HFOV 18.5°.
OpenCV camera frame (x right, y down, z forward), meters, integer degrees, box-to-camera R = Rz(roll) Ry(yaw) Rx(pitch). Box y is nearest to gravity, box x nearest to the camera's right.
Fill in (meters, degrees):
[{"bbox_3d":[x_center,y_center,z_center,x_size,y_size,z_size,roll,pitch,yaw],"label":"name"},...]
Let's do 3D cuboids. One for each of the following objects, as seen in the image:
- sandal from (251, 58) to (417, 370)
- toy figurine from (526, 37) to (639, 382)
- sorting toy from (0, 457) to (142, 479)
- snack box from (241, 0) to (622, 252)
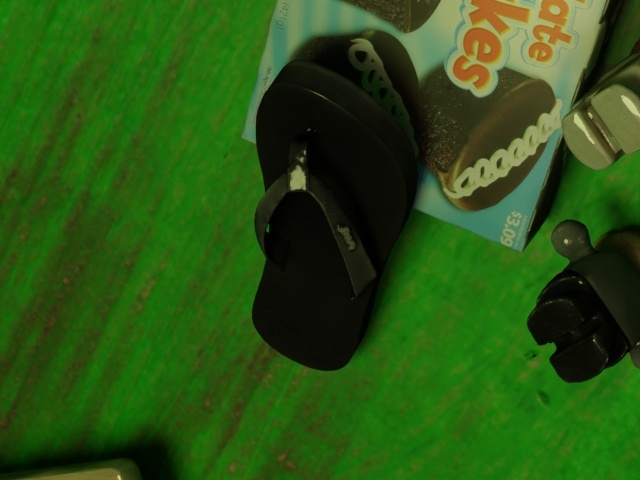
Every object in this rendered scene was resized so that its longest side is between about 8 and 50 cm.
[{"bbox_3d":[0.001,0.001,1.163,0.097,0.054,0.254,21,141,16],"label":"sandal"},{"bbox_3d":[0.230,-0.010,1.069,0.209,0.148,0.213,15,119,24],"label":"toy figurine"},{"bbox_3d":[-0.195,0.279,1.385,0.257,0.089,0.255,-10,99,26],"label":"sorting toy"},{"bbox_3d":[0.083,-0.172,1.106,0.187,0.060,0.322,23,118,13],"label":"snack box"}]
